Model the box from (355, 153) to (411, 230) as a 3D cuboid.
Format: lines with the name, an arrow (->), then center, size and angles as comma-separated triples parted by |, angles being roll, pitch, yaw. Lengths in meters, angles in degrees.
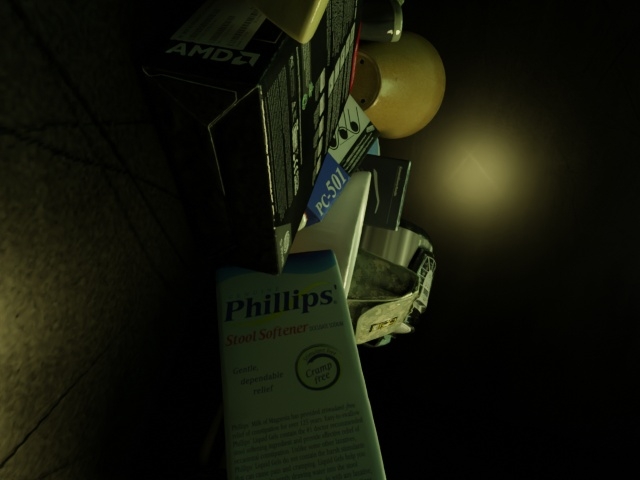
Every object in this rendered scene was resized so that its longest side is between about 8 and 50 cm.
box -> 0.085, -0.115, 0.967 | 0.108, 0.207, 0.153 | -31, 133, -79

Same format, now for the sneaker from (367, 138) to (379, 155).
sneaker -> 0.077, -0.172, 1.111 | 0.147, 0.130, 0.329 | 79, 25, -76

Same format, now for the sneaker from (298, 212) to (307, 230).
sneaker -> -0.073, -0.009, 0.594 | 0.064, 0.068, 0.175 | 64, -25, 19

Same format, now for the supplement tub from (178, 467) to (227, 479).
supplement tub -> -0.133, 0.339, 0.537 | 0.198, 0.106, 0.106 | 86, 18, -61

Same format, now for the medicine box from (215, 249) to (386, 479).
medicine box -> -0.027, 0.202, 0.558 | 0.263, 0.149, 0.289 | 88, -9, -60

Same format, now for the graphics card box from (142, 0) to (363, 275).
graphics card box -> -0.033, -0.176, 0.474 | 0.232, 0.094, 0.370 | 92, 12, -54

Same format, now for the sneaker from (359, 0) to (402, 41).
sneaker -> 0.073, -0.439, 0.831 | 0.222, 0.118, 0.083 | -100, -171, -52

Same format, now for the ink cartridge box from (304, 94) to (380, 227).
ink cartridge box -> 0.006, -0.127, 0.644 | 0.046, 0.097, 0.207 | -17, -148, 51

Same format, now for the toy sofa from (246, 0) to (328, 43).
toy sofa -> 0.033, -0.319, 0.344 | 0.362, 0.177, 0.150 | -51, 179, -39

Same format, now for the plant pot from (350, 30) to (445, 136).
plant pot -> 0.112, -0.325, 0.907 | 0.254, 0.237, 0.237 | -29, 134, -58

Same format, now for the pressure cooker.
pressure cooker -> 0.185, 0.158, 1.526 | 0.375, 0.370, 0.420 | 128, -21, -69

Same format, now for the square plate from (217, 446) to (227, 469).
square plate -> -0.126, 0.379, 0.821 | 0.344, 0.049, 0.347 | 90, 15, -65

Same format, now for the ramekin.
ramekin -> 0.000, 0.000, 0.797 | 0.277, 0.135, 0.277 | 12, 90, -83

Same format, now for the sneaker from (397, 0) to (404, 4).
sneaker -> 0.260, -0.764, 1.262 | 0.410, 0.182, 0.158 | -42, 144, -77

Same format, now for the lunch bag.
lunch bag -> 0.077, 0.131, 1.018 | 0.235, 0.287, 0.168 | 90, 14, -60
